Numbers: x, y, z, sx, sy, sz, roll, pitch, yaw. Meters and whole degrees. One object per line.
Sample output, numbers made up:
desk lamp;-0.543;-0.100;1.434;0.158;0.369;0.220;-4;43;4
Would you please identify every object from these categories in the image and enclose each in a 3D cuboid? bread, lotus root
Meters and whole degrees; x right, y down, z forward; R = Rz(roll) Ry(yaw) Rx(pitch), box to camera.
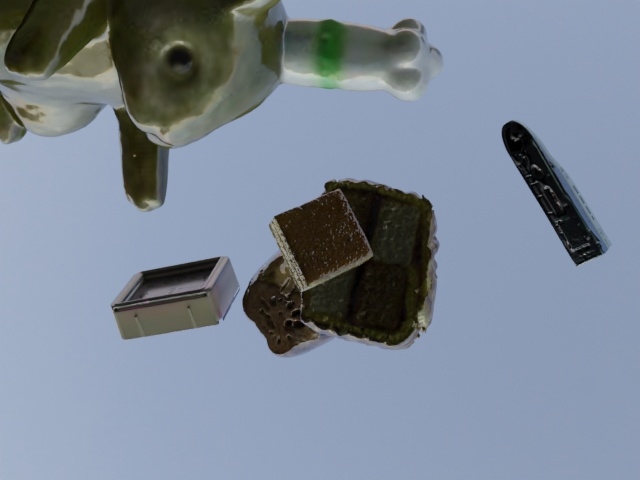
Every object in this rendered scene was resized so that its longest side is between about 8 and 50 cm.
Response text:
bread;0.070;0.031;1.298;0.181;0.096;0.222;8;-99;11
lotus root;-0.014;0.081;1.663;0.193;0.291;0.193;5;-71;16
bread;0.000;0.000;1.097;0.090;0.094;0.035;62;-26;7

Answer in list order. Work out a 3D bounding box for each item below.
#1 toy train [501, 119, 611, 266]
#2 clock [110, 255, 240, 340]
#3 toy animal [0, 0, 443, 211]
toy train;0.339;-0.076;1.405;0.052;0.051;0.234;-32;-91;37
clock;-0.252;0.100;1.689;0.192;0.147;0.071;-10;-69;15
toy animal;-0.117;-0.129;0.664;0.363;0.181;0.180;15;-105;24
